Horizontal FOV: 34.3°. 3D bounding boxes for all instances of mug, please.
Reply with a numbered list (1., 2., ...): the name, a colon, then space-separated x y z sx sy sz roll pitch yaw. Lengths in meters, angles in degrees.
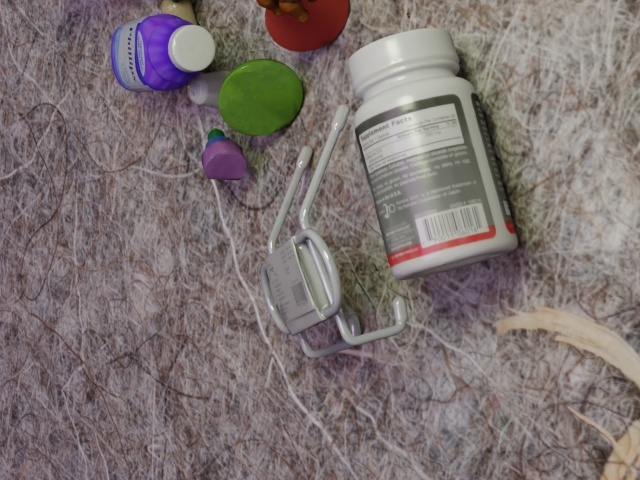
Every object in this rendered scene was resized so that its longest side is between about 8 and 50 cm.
1. mug: -0.181 -0.239 1.641 0.078 0.064 0.062 4 98 44

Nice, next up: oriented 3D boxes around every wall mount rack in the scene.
1. wall mount rack: 0.000 0.000 1.405 0.350 0.130 0.304 145 107 -71

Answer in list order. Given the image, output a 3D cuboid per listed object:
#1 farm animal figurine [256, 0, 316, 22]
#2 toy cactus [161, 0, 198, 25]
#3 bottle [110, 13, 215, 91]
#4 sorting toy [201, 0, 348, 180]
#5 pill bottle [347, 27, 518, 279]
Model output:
1. farm animal figurine: -0.001 -0.466 1.314 0.330 0.172 0.327 -38 50 11
2. toy cactus: -0.242 -0.411 1.655 0.219 0.112 0.180 11 133 55
3. bottle: -0.245 -0.289 1.601 0.283 0.092 0.118 15 112 62
4. sorting toy: -0.090 -0.260 1.543 0.365 0.127 0.126 -59 33 29
5. pill bottle: 0.133 -0.105 1.288 0.161 0.161 0.283 -21 80 44
